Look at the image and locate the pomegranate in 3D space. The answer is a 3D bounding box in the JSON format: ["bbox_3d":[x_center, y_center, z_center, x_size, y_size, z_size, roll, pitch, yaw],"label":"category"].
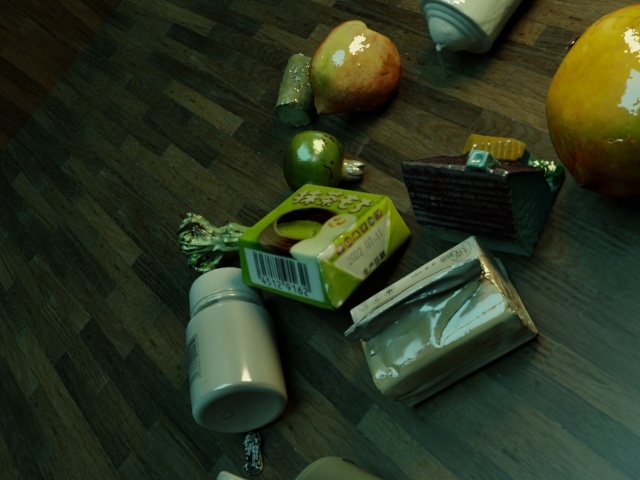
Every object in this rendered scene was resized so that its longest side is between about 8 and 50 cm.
[{"bbox_3d":[0.010,-0.189,1.907,0.209,0.180,0.180,5,62,6],"label":"pomegranate"}]

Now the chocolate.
[{"bbox_3d":[0.000,0.000,1.717,0.300,0.137,0.288,13,42,41],"label":"chocolate"}]

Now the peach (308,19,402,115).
[{"bbox_3d":[0.077,-0.425,1.955,0.232,0.232,0.257,38,100,46],"label":"peach"}]

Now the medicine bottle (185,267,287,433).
[{"bbox_3d":[-0.201,0.245,1.745,0.208,0.208,0.340,-31,46,19],"label":"medicine bottle"}]

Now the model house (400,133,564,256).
[{"bbox_3d":[0.309,-0.130,1.556,0.280,0.249,0.230,11,69,42],"label":"model house"}]

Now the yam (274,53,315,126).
[{"bbox_3d":[-0.060,-0.427,2.141,0.107,0.107,0.194,-8,57,35],"label":"yam"}]

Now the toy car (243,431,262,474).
[{"bbox_3d":[-0.148,0.469,1.686,0.041,0.025,0.093,-18,58,27],"label":"toy car"}]

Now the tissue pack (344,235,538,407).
[{"bbox_3d":[0.216,0.142,1.471,0.305,0.238,0.239,-33,47,17],"label":"tissue pack"}]

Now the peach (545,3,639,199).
[{"bbox_3d":[0.582,-0.245,1.378,0.372,0.290,0.373,0,61,0],"label":"peach"}]

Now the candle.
[{"bbox_3d":[0.369,-0.586,1.824,0.221,0.221,0.343,30,84,45],"label":"candle"}]

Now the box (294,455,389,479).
[{"bbox_3d":[0.044,0.516,1.361,0.149,0.226,0.226,13,72,42],"label":"box"}]

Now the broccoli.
[{"bbox_3d":[-0.224,0.001,1.987,0.304,0.165,0.145,-2,29,23],"label":"broccoli"}]

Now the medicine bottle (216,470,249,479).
[{"bbox_3d":[-0.198,0.590,1.590,0.107,0.107,0.192,8,68,41],"label":"medicine bottle"}]
